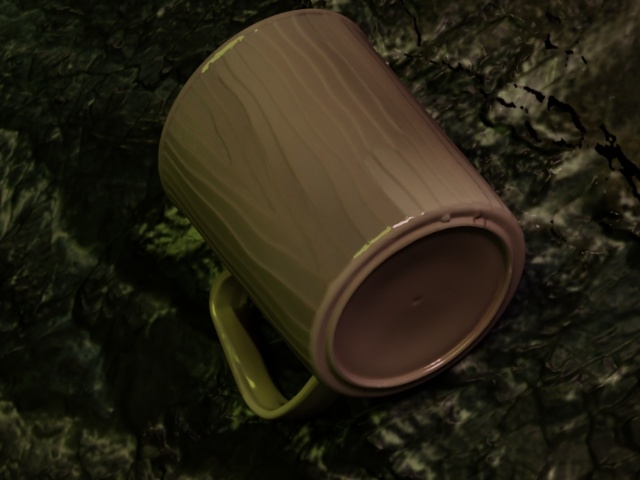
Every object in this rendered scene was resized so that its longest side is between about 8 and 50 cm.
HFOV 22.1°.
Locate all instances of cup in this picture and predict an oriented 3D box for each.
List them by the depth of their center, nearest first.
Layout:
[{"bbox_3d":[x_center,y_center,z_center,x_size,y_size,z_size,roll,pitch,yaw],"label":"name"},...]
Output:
[{"bbox_3d":[-0.009,-0.008,1.345,0.288,0.208,0.273,-43,51,5],"label":"cup"}]
